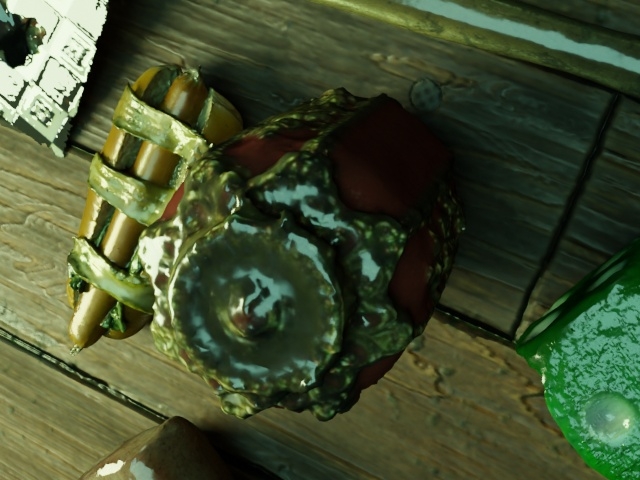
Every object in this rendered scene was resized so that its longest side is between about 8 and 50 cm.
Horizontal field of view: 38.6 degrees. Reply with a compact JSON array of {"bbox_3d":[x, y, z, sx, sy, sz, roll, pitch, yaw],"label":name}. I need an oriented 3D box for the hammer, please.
[{"bbox_3d":[0.095,-0.155,0.634,0.439,0.044,0.168,20,108,17],"label":"hammer"}]

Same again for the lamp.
[{"bbox_3d":[0.000,0.000,0.578,0.177,0.274,0.177,4,109,13],"label":"lamp"}]

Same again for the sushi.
[{"bbox_3d":[-0.268,-0.199,0.757,0.210,0.040,0.193,34,132,1],"label":"sushi"}]

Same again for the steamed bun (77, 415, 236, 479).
[{"bbox_3d":[-0.134,0.234,0.778,0.175,0.106,0.145,-38,91,38],"label":"steamed bun"}]

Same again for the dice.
[{"bbox_3d":[0.212,0.078,0.588,0.131,0.128,0.120,48,112,8],"label":"dice"}]

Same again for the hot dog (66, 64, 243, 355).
[{"bbox_3d":[-0.146,-0.020,0.745,0.109,0.072,0.270,32,110,16],"label":"hot dog"}]
